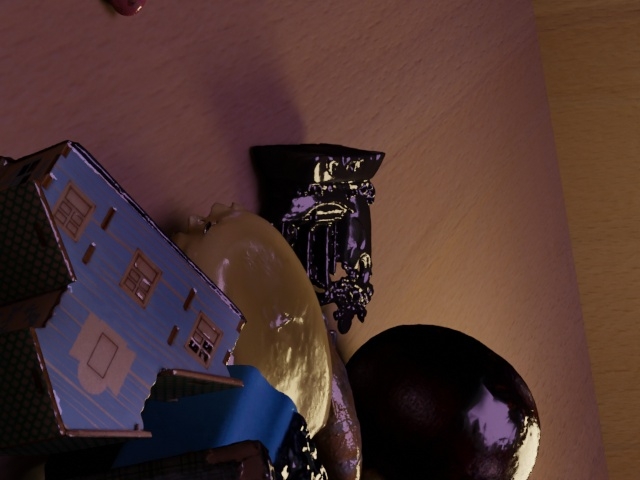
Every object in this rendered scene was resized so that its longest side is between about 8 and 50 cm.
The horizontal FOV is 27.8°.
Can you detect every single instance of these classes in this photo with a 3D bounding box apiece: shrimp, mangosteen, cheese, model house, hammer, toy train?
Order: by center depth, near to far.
[{"bbox_3d":[-0.208,0.082,1.021,0.271,0.178,0.206,51,42,-33],"label":"model house"},{"bbox_3d":[-0.119,0.265,1.200,0.188,0.265,0.300,-67,146,-51],"label":"toy train"},{"bbox_3d":[-0.214,-0.275,1.361,0.083,0.043,0.043,57,37,-45],"label":"hammer"},{"bbox_3d":[-0.089,0.111,1.468,0.259,0.128,0.315,-36,114,-60],"label":"cheese"},{"bbox_3d":[-0.010,0.184,1.676,0.168,0.077,0.317,-172,-112,-73],"label":"shrimp"},{"bbox_3d":[0.151,0.263,1.796,0.293,0.297,0.297,-44,127,-41],"label":"mangosteen"}]

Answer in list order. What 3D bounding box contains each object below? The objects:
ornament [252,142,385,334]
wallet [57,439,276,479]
[{"bbox_3d":[0.000,0.000,1.744,0.251,0.106,0.260,-5,99,-59],"label":"ornament"},{"bbox_3d":[-0.183,0.264,1.024,0.044,0.317,0.169,-126,-153,-75],"label":"wallet"}]
